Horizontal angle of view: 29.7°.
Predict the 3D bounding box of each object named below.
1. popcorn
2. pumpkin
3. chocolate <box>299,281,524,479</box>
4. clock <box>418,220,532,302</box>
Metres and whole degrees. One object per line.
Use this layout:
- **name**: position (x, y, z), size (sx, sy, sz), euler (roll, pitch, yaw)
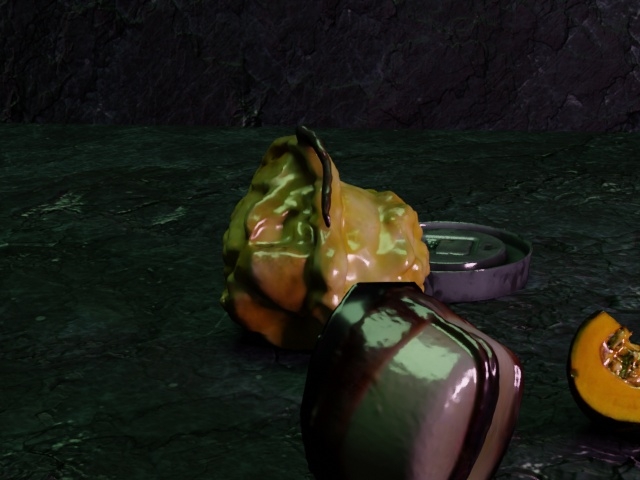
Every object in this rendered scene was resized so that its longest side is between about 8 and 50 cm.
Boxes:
- **popcorn**: position (0.000, 0.000, 1.929), size (0.349, 0.382, 0.349), euler (-4, 34, 3)
- **pumpkin**: position (0.425, 0.212, 1.585), size (0.248, 0.126, 0.131), euler (38, -5, 17)
- **chocolate**: position (0.127, 0.194, 1.423), size (0.186, 0.284, 0.283), euler (12, 22, 33)
- **clock**: position (0.236, 0.036, 2.258), size (0.318, 0.066, 0.319), euler (-1, 17, 0)
